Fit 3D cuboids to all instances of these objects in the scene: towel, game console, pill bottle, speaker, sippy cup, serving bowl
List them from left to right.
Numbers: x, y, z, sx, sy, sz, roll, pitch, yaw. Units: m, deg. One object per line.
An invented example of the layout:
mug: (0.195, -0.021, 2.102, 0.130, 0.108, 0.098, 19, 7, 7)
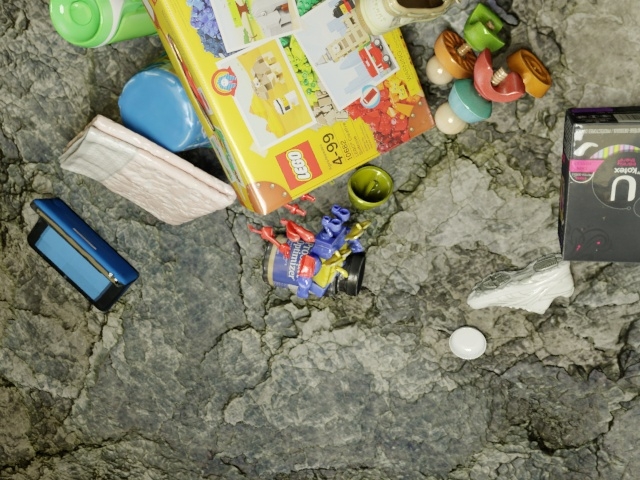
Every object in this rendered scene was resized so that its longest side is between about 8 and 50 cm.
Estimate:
game console: (-0.624, 0.051, 1.602, 0.293, 0.250, 0.173, 44, 90, -6)
speaker: (-0.388, -0.451, 1.237, 0.131, 0.296, 0.131, 6, 114, 13)
towel: (-0.377, -0.131, 1.356, 0.317, 0.053, 0.331, 29, 160, -26)
sippy cup: (-0.292, -0.285, 1.324, 0.240, 0.224, 0.306, 13, 115, 10)
pill bottle: (-0.014, 0.061, 1.451, 0.219, 0.123, 0.123, 10, 115, 11)
serving bowl: (0.341, 0.232, 1.476, 0.083, 0.027, 0.083, 6, 115, 14)

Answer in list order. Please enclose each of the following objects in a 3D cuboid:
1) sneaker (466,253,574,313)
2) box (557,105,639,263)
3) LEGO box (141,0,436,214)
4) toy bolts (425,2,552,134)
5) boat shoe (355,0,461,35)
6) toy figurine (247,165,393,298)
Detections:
sneaker: (0.434, 0.119, 1.369, 0.232, 0.090, 0.115, -20, 109, 24)
box: (0.545, -0.106, 1.206, 0.165, 0.143, 0.271, 1, 113, 15)
LEGO box: (-0.070, -0.357, 1.150, 0.372, 0.193, 0.500, -29, 106, -13)
toy bolts: (0.296, -0.280, 1.174, 0.218, 0.229, 0.158, 35, 132, -17)
boat shoe: (0.182, -0.429, 1.099, 0.089, 0.285, 0.105, -4, 119, 52)
toy figurine: (0.000, 0.000, 1.327, 0.191, 0.362, 0.217, 24, 132, 13)
